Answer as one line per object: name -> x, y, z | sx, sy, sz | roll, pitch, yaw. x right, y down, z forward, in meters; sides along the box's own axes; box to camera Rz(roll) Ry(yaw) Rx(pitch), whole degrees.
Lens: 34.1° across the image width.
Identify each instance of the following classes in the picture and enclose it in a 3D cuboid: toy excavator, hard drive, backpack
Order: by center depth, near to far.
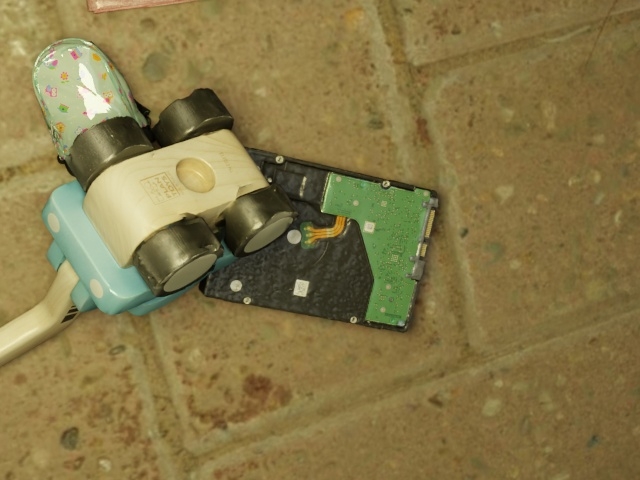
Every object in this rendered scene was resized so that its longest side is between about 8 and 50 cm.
toy excavator -> -0.305, 0.044, 1.445 | 0.433, 0.445, 0.222 | -25, 74, -42
backpack -> -0.326, -0.196, 1.468 | 0.152, 0.115, 0.182 | -25, 102, -9
hard drive -> 0.000, 0.000, 1.622 | 0.339, 0.064, 0.236 | 11, 95, -17

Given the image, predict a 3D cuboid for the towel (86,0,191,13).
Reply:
towel -> -0.241, -0.503, 1.489 | 0.237, 0.037, 0.328 | -10, 100, -13
